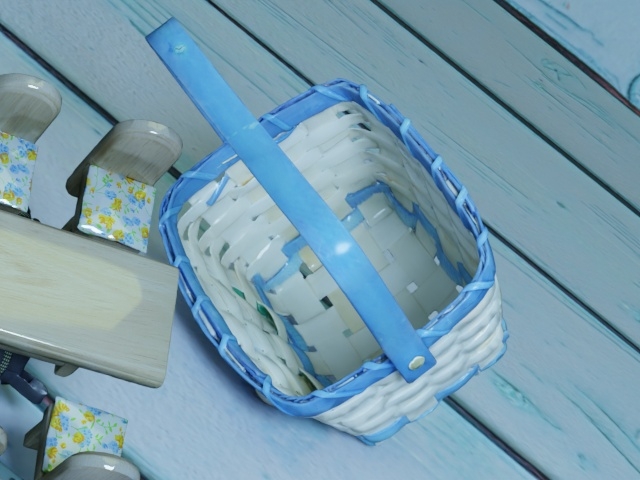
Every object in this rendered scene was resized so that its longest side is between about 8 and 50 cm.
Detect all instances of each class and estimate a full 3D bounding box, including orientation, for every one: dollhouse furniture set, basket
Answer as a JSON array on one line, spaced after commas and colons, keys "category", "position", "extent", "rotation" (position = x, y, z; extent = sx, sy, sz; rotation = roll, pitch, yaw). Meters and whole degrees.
[{"category": "dollhouse furniture set", "position": [-0.179, 0.003, 0.997], "extent": [0.242, 0.161, 0.212], "rotation": [19, 58, -23]}, {"category": "basket", "position": [0.000, 0.000, 1.293], "extent": [0.255, 0.201, 0.289], "rotation": [54, -4, 38]}]

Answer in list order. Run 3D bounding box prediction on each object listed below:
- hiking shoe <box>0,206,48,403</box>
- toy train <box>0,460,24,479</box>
[{"category": "hiking shoe", "position": [-0.205, 0.013, 1.179], "extent": [0.114, 0.086, 0.227], "rotation": [34, 31, -24]}, {"category": "toy train", "position": [-0.148, 0.176, 0.839], "extent": [0.334, 0.142, 0.190], "rotation": [35, 6, 13]}]
